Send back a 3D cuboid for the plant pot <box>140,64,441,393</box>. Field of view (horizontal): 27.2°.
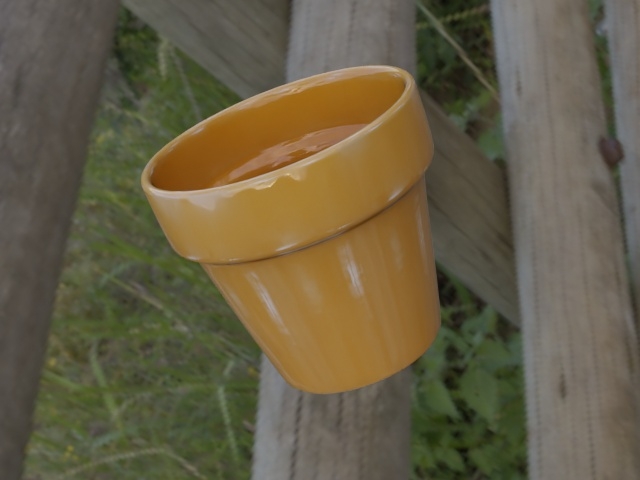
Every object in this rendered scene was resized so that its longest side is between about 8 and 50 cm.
[{"bbox_3d":[0.000,0.000,0.963,0.205,0.188,0.205,-19,21,7],"label":"plant pot"}]
